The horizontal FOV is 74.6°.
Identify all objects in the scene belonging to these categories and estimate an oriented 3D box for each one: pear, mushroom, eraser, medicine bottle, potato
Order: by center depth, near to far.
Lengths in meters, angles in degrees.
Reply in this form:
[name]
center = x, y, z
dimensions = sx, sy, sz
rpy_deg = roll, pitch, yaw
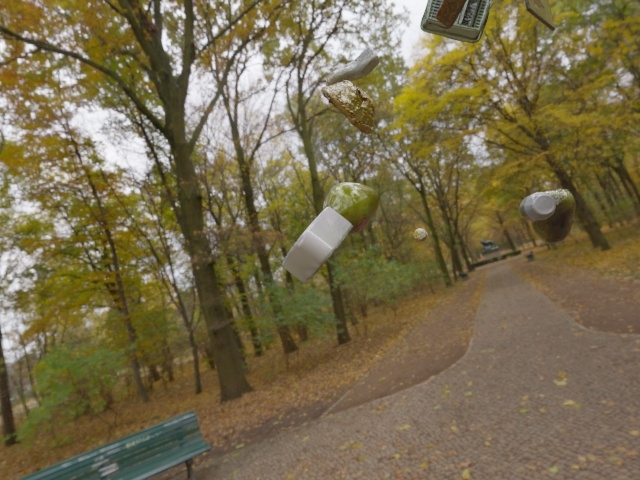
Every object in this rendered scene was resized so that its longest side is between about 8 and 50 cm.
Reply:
[eraser]
center = 0.000, 0.000, 1.748
dimensions = 0.331, 0.150, 0.331
rpy_deg = -50, -3, -3
[medicine bottle]
center = 1.045, -0.162, 2.012
dimensions = 0.135, 0.135, 0.215
rpy_deg = -19, -6, 13
[potato]
center = 1.222, -0.124, 2.210
dimensions = 0.210, 0.307, 0.173
rpy_deg = -8, 22, 6
[mushroom]
center = 0.163, -0.897, 2.220
dimensions = 0.329, 0.122, 0.159
rpy_deg = -24, 4, 24
[pear]
center = 0.178, -0.190, 2.317
dimensions = 0.375, 0.287, 0.287
rpy_deg = -33, 0, -28

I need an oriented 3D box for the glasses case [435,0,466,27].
[glasses case]
center = 0.521, -0.928, 1.592
dimensions = 0.049, 0.075, 0.218
rpy_deg = -40, -12, -28

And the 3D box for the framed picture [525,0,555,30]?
[framed picture]
center = 0.898, -1.037, 1.752
dimensions = 0.014, 0.255, 0.339
rpy_deg = -13, -3, 44

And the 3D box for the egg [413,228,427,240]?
[egg]
center = 0.527, -0.028, 2.226
dimensions = 0.071, 0.071, 0.083
rpy_deg = -16, -6, -10

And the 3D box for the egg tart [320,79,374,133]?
[egg tart]
center = 0.162, -0.666, 2.063
dimensions = 0.352, 0.339, 0.153
rpy_deg = 25, -64, -37

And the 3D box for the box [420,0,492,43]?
[box]
center = 0.625, -1.047, 1.933
dimensions = 0.291, 0.220, 0.166
rpy_deg = 17, 9, 6
